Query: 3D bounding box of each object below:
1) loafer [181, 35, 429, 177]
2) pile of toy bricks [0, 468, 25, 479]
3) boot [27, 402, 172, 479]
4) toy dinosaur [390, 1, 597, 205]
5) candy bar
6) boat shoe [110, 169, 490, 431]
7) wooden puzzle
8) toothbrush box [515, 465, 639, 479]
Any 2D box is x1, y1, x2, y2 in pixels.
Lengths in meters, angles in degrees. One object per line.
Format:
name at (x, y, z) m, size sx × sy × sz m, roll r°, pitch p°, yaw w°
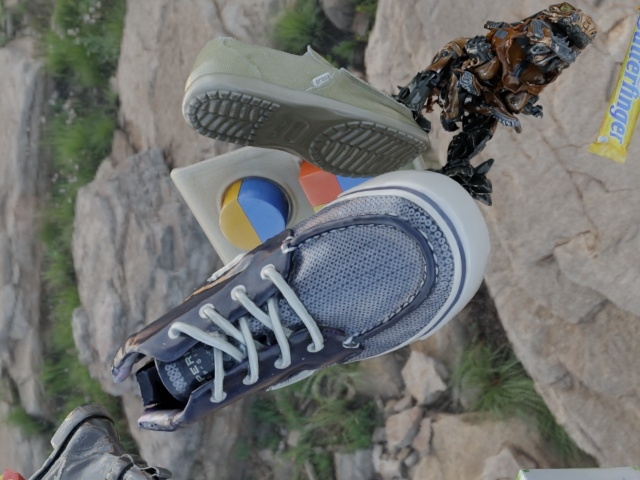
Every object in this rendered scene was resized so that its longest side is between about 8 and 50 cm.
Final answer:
loafer at (-0.005, -0.132, 0.738) m, size 0.102 × 0.268 × 0.092 m, roll -33°, pitch 55°, yaw 44°
pile of toy bricks at (-0.334, 0.356, 0.807) m, size 0.212 × 0.105 × 0.118 m, roll -92°, pitch -12°, yaw -49°
boot at (-0.289, 0.351, 0.955) m, size 0.229 × 0.091 × 0.263 m, roll 31°, pitch 99°, yaw 49°
toy dinosaur at (0.176, -0.168, 0.910) m, size 0.164 × 0.218 × 0.322 m, roll 32°, pitch 158°, yaw -2°
candy bar at (0.321, -0.162, 0.794) m, size 0.040 × 0.018 × 0.162 m, roll 26°, pitch 114°, yaw 34°
boat shoe at (-0.034, 0.066, 0.578) m, size 0.127 × 0.158 × 0.340 m, roll 58°, pitch 140°, yaw 2°
wooden puzzle at (0.000, 0.000, 1.068) m, size 0.347 × 0.080 × 0.322 m, roll -13°, pitch 126°, yaw 21°
toothbrush box at (0.216, 0.362, 0.635) m, size 0.206 × 0.122 × 0.283 m, roll -111°, pitch 27°, yaw -56°
